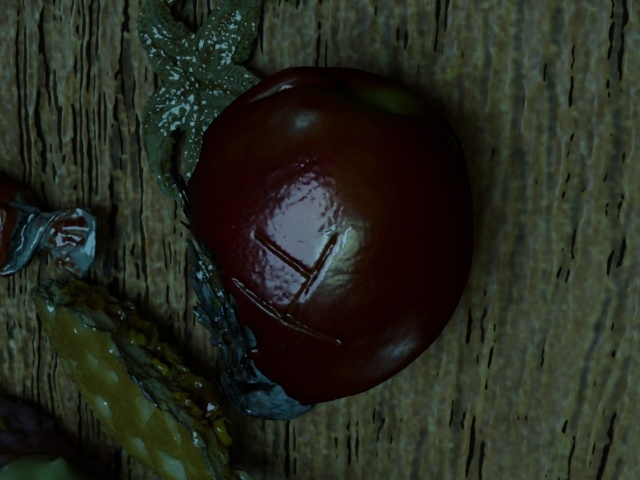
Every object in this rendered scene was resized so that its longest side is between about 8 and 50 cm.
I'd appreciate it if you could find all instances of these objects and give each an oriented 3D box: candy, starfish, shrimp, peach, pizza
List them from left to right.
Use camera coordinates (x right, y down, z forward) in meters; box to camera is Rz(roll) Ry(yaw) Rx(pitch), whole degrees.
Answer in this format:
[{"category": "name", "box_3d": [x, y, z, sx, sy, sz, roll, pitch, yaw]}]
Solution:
[{"category": "candy", "box_3d": [-0.301, -0.031, 1.413, 0.292, 0.059, 0.086, 21, 116, 22]}, {"category": "pizza", "box_3d": [-0.136, 0.117, 1.363, 0.246, 0.058, 0.127, 36, 142, 28]}, {"category": "starfish", "box_3d": [-0.083, -0.117, 1.279, 0.150, 0.053, 0.210, 30, 114, 13]}, {"category": "shrimp", "box_3d": [-0.062, 0.040, 1.280, 0.079, 0.090, 0.233, -9, 122, 25]}, {"category": "peach", "box_3d": [0.000, 0.000, 1.192, 0.190, 0.196, 0.226, 45, 123, 49]}]

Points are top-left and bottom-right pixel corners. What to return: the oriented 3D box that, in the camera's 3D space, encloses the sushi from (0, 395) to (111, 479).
[{"category": "sushi", "box_3d": [-0.257, 0.262, 1.409, 0.270, 0.171, 0.236, 47, 120, 14]}]
